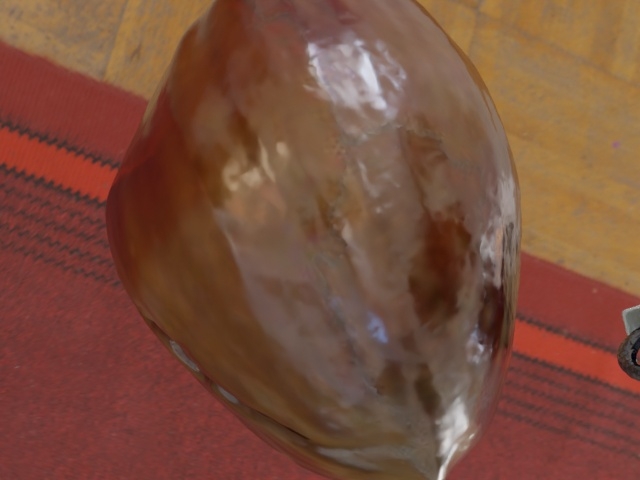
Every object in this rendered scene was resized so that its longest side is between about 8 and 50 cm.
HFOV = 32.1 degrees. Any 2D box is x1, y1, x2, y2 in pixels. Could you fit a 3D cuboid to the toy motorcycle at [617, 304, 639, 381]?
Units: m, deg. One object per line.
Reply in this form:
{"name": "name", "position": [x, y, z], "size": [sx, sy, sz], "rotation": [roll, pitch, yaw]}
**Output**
{"name": "toy motorcycle", "position": [0.249, 0.052, 0.525], "size": [0.150, 0.221, 0.102], "rotation": [-29, 114, -17]}

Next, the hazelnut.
{"name": "hazelnut", "position": [-0.003, 0.001, 0.465], "size": [0.181, 0.212, 0.180], "rotation": [16, 67, 5]}
